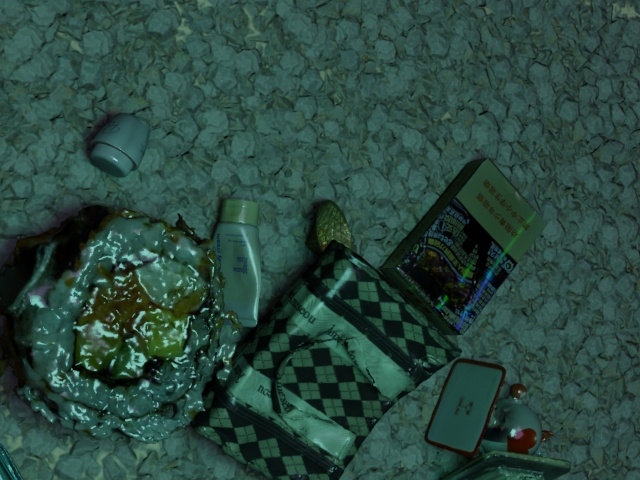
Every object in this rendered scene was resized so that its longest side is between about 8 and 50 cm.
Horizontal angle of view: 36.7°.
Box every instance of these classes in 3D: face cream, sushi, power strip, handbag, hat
[{"bbox_3d":[-0.347,-0.165,1.671,0.091,0.091,0.095,33,68,-17],"label":"face cream"},{"bbox_3d":[-0.155,0.041,1.738,0.114,0.070,0.224,4,81,21],"label":"face cream"},{"bbox_3d":[-0.329,0.138,1.605,0.418,0.176,0.417,2,84,-18],"label":"sushi"},{"bbox_3d":[0.352,0.468,1.844,0.198,0.213,0.064,11,58,-20],"label":"power strip"},{"bbox_3d":[0.011,0.250,1.716,0.317,0.180,0.416,42,90,-18],"label":"handbag"},{"bbox_3d":[0.000,0.000,1.818,0.146,0.067,0.146,36,48,-53],"label":"hat"}]

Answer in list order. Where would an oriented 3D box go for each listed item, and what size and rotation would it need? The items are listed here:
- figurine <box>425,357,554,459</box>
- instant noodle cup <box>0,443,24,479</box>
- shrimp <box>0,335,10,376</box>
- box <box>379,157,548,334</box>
[{"bbox_3d":[0.361,0.365,1.899,0.226,0.160,0.183,30,77,-27],"label":"figurine"},{"bbox_3d":[-0.551,0.432,1.563,0.157,0.070,0.179,-31,97,-22],"label":"instant noodle cup"},{"bbox_3d":[-0.631,0.220,1.549,0.262,0.066,0.117,-22,80,-36],"label":"shrimp"},{"bbox_3d":[0.289,0.012,1.916,0.198,0.084,0.310,46,72,-14],"label":"box"}]
